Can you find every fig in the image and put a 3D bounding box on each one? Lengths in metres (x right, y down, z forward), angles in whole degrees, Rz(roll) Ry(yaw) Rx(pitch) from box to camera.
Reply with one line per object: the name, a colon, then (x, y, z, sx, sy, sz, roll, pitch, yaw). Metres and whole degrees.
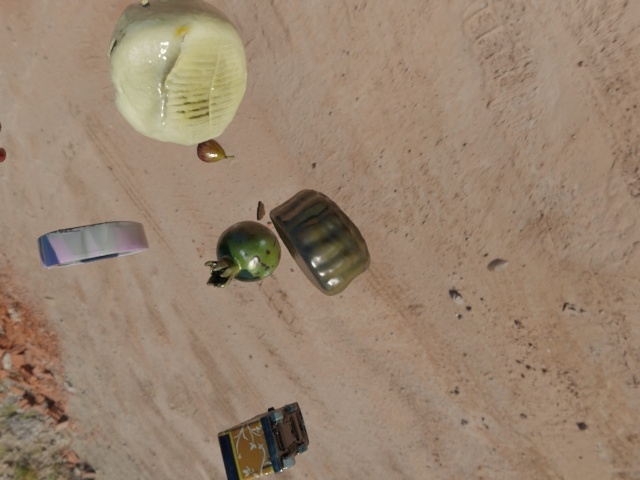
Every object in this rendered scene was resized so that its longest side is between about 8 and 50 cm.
fig: (-0.364, -0.305, 1.429, 0.125, 0.089, 0.088, 20, 120, 6)

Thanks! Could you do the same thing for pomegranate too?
pomegranate: (-0.265, 0.054, 1.451, 0.243, 0.306, 0.242, 2, 109, 5)

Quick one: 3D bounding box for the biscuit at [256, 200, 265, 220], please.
biscuit: (-0.251, -0.117, 1.710, 0.016, 0.092, 0.082, 4, 144, 13)

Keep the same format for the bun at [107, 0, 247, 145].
bun: (-0.223, -0.261, 0.633, 0.145, 0.229, 0.229, 30, 122, 15)

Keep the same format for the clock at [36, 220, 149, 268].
clock: (-0.769, 0.015, 1.399, 0.339, 0.339, 0.102, -12, 90, 33)

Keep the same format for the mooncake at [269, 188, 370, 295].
mooncake: (0.000, 0.000, 1.084, 0.161, 0.290, 0.290, -36, 90, -9)

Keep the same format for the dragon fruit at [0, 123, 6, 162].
dragon fruit: (-0.570, -0.155, 0.528, 0.219, 0.273, 0.198, 0, 104, 21)

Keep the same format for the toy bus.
toy bus: (-0.161, 0.610, 1.259, 0.194, 0.323, 0.161, -22, 72, 6)
